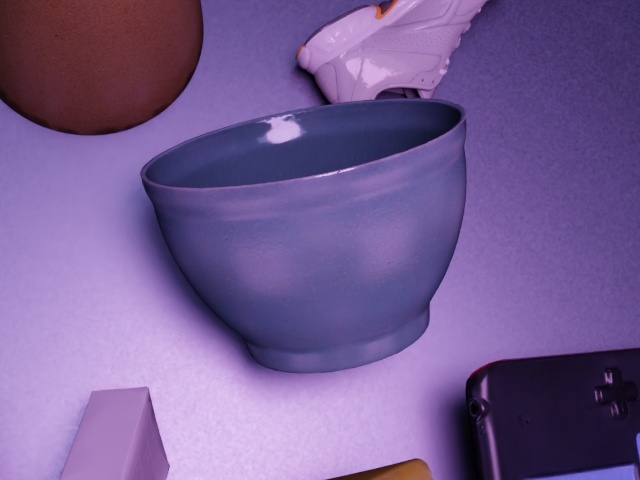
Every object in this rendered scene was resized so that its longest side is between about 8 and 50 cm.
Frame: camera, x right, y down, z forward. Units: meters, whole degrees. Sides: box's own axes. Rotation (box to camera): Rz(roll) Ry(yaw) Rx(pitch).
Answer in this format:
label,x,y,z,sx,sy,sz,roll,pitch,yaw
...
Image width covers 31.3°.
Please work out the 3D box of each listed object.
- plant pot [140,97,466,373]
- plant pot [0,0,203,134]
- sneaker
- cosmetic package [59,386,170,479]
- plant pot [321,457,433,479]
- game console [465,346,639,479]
label,x,y,z,sx,sy,sz,roll,pitch,yaw
plant pot,0.000,0.000,1.043,0.293,0.293,0.196,-14,107,-13
plant pot,-0.219,-0.248,1.054,0.237,0.254,0.237,2,77,-9
sneaker,0.110,-0.209,1.196,0.262,0.099,0.121,-30,91,-8
cosmetic package,-0.183,0.235,0.953,0.060,0.239,0.099,-3,121,6
plant pot,-0.018,0.318,0.948,0.187,0.212,0.212,-7,77,-37
game console,0.305,0.294,1.070,0.342,0.060,0.386,-1,78,-30
